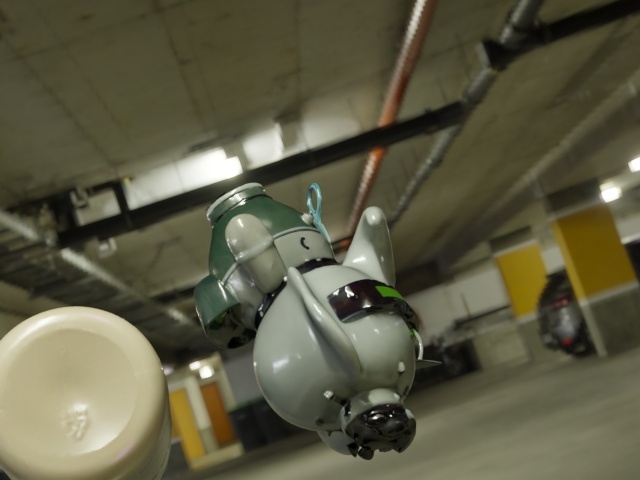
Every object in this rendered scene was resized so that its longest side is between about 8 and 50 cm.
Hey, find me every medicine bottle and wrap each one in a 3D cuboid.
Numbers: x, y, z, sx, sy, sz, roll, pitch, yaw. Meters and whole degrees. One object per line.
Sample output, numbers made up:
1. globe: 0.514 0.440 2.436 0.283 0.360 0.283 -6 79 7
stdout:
1. medicine bottle: -0.157 0.131 0.807 0.114 0.114 0.252 -18 -18 -13

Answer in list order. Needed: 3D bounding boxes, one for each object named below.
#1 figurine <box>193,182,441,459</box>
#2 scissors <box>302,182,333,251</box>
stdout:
1. figurine: -0.001 0.048 0.713 0.126 0.192 0.147 -27 -31 -9
2. scissors: 0.000 0.000 1.026 0.014 0.119 0.058 6 -58 -19
